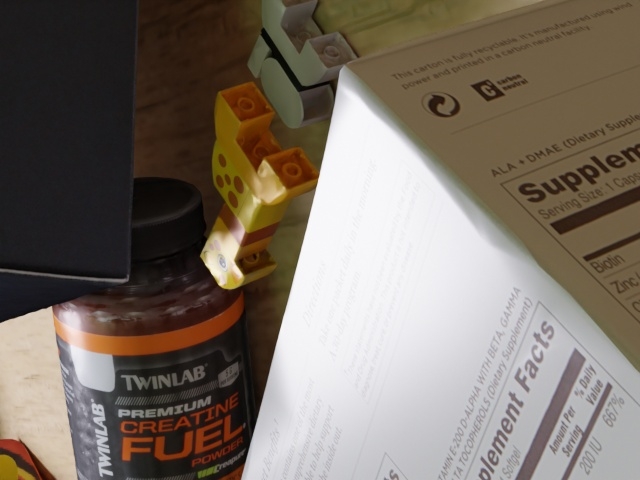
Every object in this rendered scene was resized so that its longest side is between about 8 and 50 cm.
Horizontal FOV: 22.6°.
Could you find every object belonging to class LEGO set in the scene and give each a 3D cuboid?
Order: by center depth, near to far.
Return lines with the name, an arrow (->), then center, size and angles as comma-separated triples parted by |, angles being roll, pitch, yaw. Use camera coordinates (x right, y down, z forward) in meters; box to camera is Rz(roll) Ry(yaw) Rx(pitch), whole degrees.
LEGO set -> 0.000, 0.000, 0.720 | 0.227, 0.087, 0.093 | 58, 146, 21

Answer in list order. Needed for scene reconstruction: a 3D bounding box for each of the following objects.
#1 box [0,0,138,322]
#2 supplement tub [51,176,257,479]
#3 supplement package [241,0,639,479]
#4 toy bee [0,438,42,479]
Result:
box -> -0.226, -0.106, 0.840 | 0.294, 0.183, 0.296 | -17, 70, 59
supplement tub -> -0.090, 0.068, 0.879 | 0.106, 0.106, 0.197 | 25, 127, 50
supplement package -> 0.100, 0.063, 0.487 | 0.145, 0.204, 0.262 | 48, 143, 30
toy bee -> -0.218, 0.245, 1.124 | 0.298, 0.162, 0.195 | 9, 112, 55
